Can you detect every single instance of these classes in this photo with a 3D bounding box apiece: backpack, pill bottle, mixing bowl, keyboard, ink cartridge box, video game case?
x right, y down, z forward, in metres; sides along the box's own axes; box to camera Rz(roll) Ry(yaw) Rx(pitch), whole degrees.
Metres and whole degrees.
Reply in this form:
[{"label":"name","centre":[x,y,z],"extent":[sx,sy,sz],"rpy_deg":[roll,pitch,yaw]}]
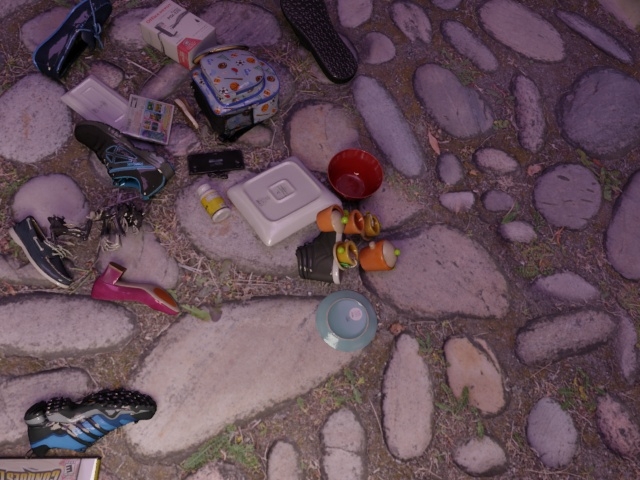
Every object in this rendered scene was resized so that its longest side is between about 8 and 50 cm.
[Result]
[{"label":"backpack","centre":[-0.269,-0.502,1.624],"extent":[0.263,0.213,0.276],"rpy_deg":[-22,70,-25]},{"label":"pill bottle","centre":[-0.334,-0.119,1.521],"extent":[0.065,0.065,0.116],"rpy_deg":[-31,74,-19]},{"label":"mixing bowl","centre":[0.106,-0.196,1.598],"extent":[0.181,0.098,0.181],"rpy_deg":[3,66,-6]},{"label":"keyboard","centre":[-0.339,-0.241,1.596],"extent":[0.180,0.023,0.108],"rpy_deg":[-9,62,-11]},{"label":"ink cartridge box","centre":[-0.504,-0.735,1.743],"extent":[0.218,0.092,0.158],"rpy_deg":[33,67,8]},{"label":"video game case","centre":[-0.565,-0.397,1.612],"extent":[0.143,0.019,0.157],"rpy_deg":[11,65,-21]},{"label":"video game case","centre":[-0.686,0.649,1.163],"extent":[0.275,0.035,0.248],"rpy_deg":[3,67,-7]}]

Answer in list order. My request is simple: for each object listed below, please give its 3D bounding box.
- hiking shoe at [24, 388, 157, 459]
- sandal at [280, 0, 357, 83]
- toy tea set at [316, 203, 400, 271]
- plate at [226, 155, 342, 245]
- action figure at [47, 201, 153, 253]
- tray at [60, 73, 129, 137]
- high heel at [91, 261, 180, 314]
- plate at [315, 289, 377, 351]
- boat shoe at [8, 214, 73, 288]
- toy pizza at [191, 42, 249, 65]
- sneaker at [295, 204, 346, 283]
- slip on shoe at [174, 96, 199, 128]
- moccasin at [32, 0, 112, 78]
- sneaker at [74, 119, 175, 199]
[{"label":"hiking shoe","centre":[-0.572,0.461,1.239],"extent":[0.304,0.113,0.132],"rpy_deg":[-1,98,-15]},{"label":"sandal","centre":[-0.025,-0.771,1.833],"extent":[0.167,0.107,0.446],"rpy_deg":[-26,86,-19]},{"label":"toy tea set","centre":[0.128,-0.011,1.420],"extent":[0.124,0.336,0.200],"rpy_deg":[-15,77,32]},{"label":"plate","centre":[-0.120,-0.144,1.532],"extent":[0.278,0.045,0.277],"rpy_deg":[-31,58,-17]},{"label":"action figure","centre":[-0.608,-0.032,1.388],"extent":[0.276,0.164,0.141],"rpy_deg":[-12,89,-28]},{"label":"tray","centre":[-0.718,-0.446,1.624],"extent":[0.270,0.030,0.145],"rpy_deg":[37,68,8]},{"label":"high heel","centre":[-0.523,0.170,1.382],"extent":[0.244,0.082,0.117],"rpy_deg":[32,98,-9]},{"label":"plate","centre":[0.079,0.235,1.453],"extent":[0.188,0.024,0.188],"rpy_deg":[3,66,-6]},{"label":"boat shoe","centre":[-0.774,0.030,1.383],"extent":[0.079,0.095,0.254],"rpy_deg":[-44,70,-10]},{"label":"toy pizza","centre":[-0.340,-0.627,1.677],"extent":[0.201,0.201,0.032],"rpy_deg":[-19,100,-15]},{"label":"sneaker","centre":[0.000,0.000,1.499],"extent":[0.147,0.104,0.296],"rpy_deg":[-1,53,11]},{"label":"slip on shoe","centre":[-0.442,-0.432,1.648],"extent":[0.041,0.051,0.135],"rpy_deg":[-33,68,-17]},{"label":"moccasin","centre":[-0.815,-0.681,1.671],"extent":[0.117,0.138,0.342],"rpy_deg":[35,81,2]},{"label":"sneaker","centre":[-0.626,-0.251,1.504],"extent":[0.341,0.125,0.139],"rpy_deg":[28,71,6]}]
